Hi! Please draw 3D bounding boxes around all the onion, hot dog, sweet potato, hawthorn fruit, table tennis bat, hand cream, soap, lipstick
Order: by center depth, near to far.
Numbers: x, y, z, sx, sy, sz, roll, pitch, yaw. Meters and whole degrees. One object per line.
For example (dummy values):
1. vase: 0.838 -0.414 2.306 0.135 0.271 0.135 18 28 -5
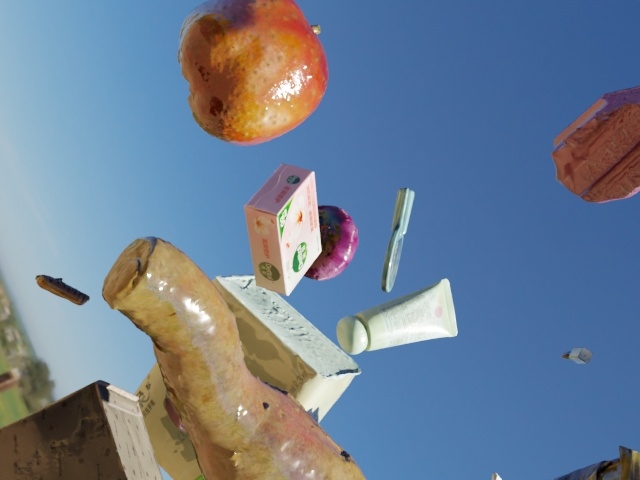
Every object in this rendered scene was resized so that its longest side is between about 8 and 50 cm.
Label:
1. sweet potato: -0.043 0.149 0.609 0.109 0.109 0.385 30 -27 59
2. onion: 0.000 0.000 1.239 0.115 0.115 0.104 51 0 39
3. hawthorn fruit: -0.115 -0.314 1.486 0.275 0.300 0.275 47 -22 26
4. lipstick: 0.505 0.229 1.672 0.025 0.025 0.107 34 -10 -2
5. hot dog: -0.551 0.103 1.793 0.122 0.037 0.049 27 0 -17
6. table tennis bat: 0.170 -0.001 1.868 0.149 0.038 0.237 19 82 -76
7. soap: 0.676 -0.213 1.895 0.220 0.127 0.325 42 -43 1
8. hand cream: 0.189 0.195 2.016 0.093 0.306 0.147 -175 -107 -70

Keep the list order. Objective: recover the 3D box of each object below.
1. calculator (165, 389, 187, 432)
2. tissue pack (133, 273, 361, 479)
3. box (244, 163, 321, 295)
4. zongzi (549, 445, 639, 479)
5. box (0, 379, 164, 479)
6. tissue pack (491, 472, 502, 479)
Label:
1. calculator: -0.137 0.257 1.236 0.294 0.194 0.043 177 -70 -81
2. tissue pack: -0.175 0.320 1.736 0.332 0.405 0.205 40 14 20
3. box: -0.040 -0.012 0.952 0.043 0.089 0.125 16 -43 22
4. zongzi: 0.356 0.458 1.135 0.286 0.134 0.288 -44 -153 46
5. box: -0.446 0.394 1.424 0.225 0.297 0.190 71 -6 -70
6. tissue pack: 0.361 0.554 1.613 0.209 0.148 0.156 61 16 -45
